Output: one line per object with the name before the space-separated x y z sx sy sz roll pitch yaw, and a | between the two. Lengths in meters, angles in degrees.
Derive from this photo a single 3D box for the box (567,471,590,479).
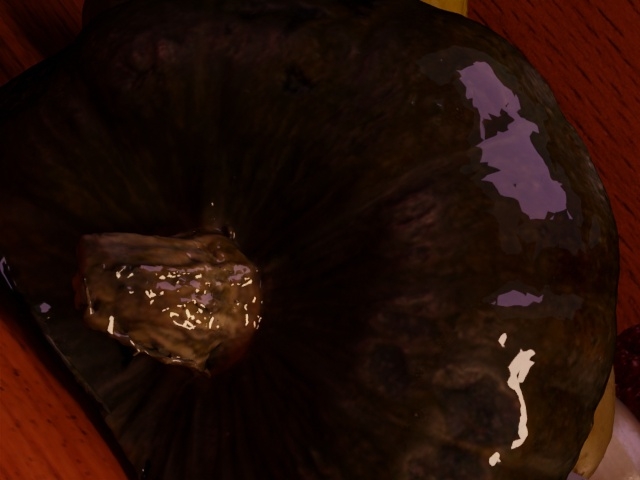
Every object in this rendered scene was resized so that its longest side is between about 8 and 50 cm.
box | 0.148 0.175 0.775 0.229 0.050 0.123 25 11 -2

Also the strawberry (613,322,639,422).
strawberry | 0.358 0.198 1.261 0.288 0.250 0.238 21 -45 41

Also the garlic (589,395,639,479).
garlic | 0.208 0.172 1.133 0.129 0.148 0.266 2 37 -21

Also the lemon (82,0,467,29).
lemon | -0.029 -0.167 0.940 0.285 0.285 0.316 41 33 -32

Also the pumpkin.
pumpkin | 0.000 0.000 0.582 0.325 0.232 0.242 47 13 15

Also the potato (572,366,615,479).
potato | 0.124 0.101 0.907 0.203 0.178 0.158 76 -3 -58
